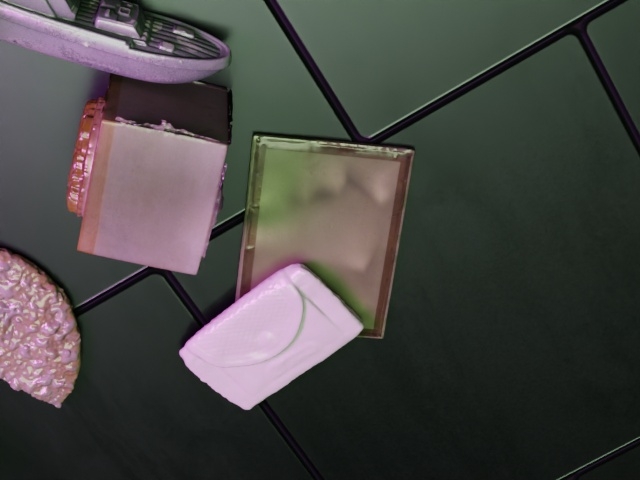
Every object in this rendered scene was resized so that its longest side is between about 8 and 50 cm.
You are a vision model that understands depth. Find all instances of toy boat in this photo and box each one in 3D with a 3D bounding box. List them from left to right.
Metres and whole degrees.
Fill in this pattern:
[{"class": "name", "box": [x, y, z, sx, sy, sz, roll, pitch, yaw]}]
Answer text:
[{"class": "toy boat", "box": [-0.209, -0.208, 1.299, 0.260, 0.078, 0.085, 15, 128, -10]}]

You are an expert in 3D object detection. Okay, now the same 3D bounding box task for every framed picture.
[{"class": "framed picture", "box": [0.000, 0.000, 1.458, 0.173, 0.010, 0.231, 6, 116, -8]}]

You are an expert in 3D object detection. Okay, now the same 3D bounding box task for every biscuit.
[{"class": "biscuit", "box": [-0.348, 0.071, 1.449, 0.250, 0.032, 0.133, 33, 108, -18]}]

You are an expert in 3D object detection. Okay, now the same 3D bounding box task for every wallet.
[{"class": "wallet", "box": [-0.054, 0.108, 1.484, 0.183, 0.032, 0.124, -36, 121, 17]}]

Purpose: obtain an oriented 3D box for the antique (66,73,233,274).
[{"class": "antique", "box": [-0.166, -0.073, 1.333, 0.147, 0.147, 0.152, 11, 115, -8]}]
